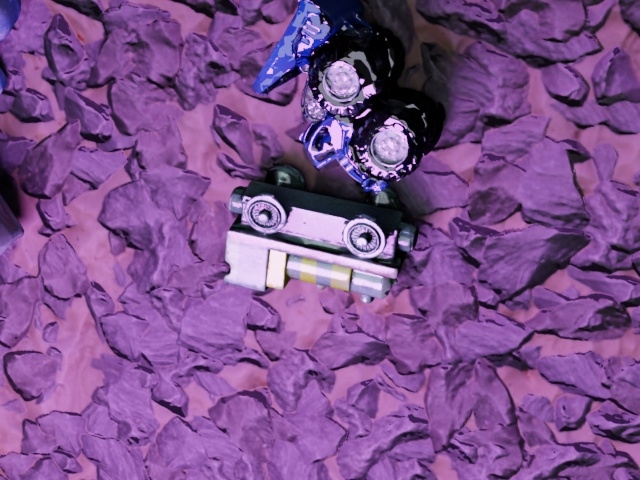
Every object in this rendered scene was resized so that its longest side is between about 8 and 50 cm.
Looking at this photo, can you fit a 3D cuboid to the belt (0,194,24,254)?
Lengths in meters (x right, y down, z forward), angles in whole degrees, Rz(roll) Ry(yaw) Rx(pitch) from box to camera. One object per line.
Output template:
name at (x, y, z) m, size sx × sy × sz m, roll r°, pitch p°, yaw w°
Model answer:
belt at (-0.453, 0.007, 1.326) m, size 0.258 × 0.207 × 0.150 m, roll -25°, pitch 101°, yaw 41°

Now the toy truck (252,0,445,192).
toy truck at (0.021, -0.149, 1.171) m, size 0.126 × 0.113 × 0.208 m, roll -28°, pitch 98°, yaw 26°

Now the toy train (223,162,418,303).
toy train at (0.000, 0.000, 1.254) m, size 0.200 × 0.083 × 0.132 m, roll 15°, pitch 124°, yaw 12°

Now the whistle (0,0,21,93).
whistle at (-0.419, -0.210, 1.299) m, size 0.269 × 0.093 × 0.180 m, roll -32°, pitch 122°, yaw 26°
